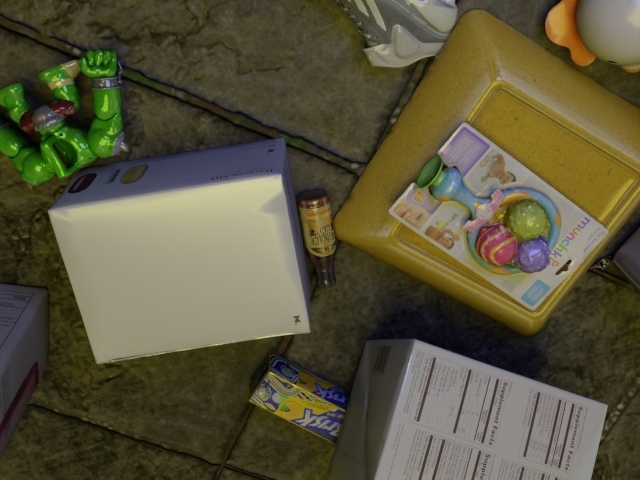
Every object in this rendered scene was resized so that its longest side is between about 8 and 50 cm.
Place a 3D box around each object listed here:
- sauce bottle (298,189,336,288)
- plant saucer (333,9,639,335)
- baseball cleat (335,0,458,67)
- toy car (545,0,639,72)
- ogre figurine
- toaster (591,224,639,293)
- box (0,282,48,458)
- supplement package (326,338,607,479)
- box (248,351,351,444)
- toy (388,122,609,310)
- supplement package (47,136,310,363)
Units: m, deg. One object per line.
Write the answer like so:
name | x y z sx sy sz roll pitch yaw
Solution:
sauce bottle | 0.000 0.000 0.998 0.042 0.042 0.128 -10 115 3
plant saucer | 0.233 -0.054 0.961 0.332 0.081 0.333 28 110 -13
baseball cleat | 0.047 -0.254 0.870 0.205 0.072 0.110 18 119 -6
toy car | 0.370 -0.229 0.853 0.237 0.219 0.210 -1 119 31
ogre figurine | -0.305 -0.133 0.900 0.197 0.097 0.118 -22 102 -4
toaster | 0.481 0.030 0.990 0.168 0.110 0.186 33 109 -14
box | -0.435 0.158 0.949 0.148 0.232 0.127 6 114 -5
supplement package | 0.177 0.257 0.997 0.262 0.199 0.198 20 79 -10
box | -0.013 0.225 1.092 0.168 0.054 0.059 30 110 -15
toy | 0.212 -0.013 0.905 0.237 0.056 0.137 34 110 -16
supplement package | -0.155 0.009 0.941 0.261 0.145 0.204 -9 114 1
